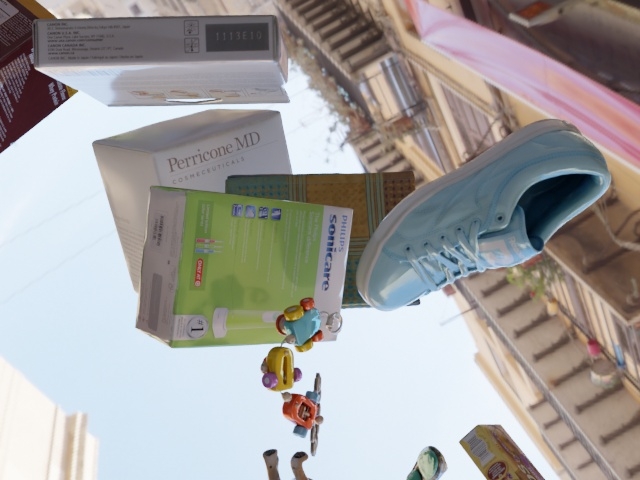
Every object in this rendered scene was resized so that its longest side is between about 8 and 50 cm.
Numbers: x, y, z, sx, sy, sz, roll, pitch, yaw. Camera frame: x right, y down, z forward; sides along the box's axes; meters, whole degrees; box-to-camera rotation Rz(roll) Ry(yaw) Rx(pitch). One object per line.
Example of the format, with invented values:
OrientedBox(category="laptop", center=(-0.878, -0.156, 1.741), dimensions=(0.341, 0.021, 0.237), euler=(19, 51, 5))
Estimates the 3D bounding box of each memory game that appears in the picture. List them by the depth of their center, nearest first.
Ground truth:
OrientedBox(category="memory game", center=(-0.010, 0.388, 1.535), dimensions=(0.012, 0.186, 0.186), euler=(2, -139, 4))

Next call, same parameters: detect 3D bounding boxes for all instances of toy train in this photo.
OrientedBox(category="toy train", center=(-0.030, 0.157, 0.874), dimensions=(0.046, 0.125, 0.166), euler=(-1, -118, 38))

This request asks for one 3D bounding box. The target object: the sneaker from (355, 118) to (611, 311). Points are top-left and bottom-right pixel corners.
OrientedBox(category="sneaker", center=(0.203, -0.014, 0.889), dimensions=(0.366, 0.135, 0.150), euler=(-41, -153, 12))

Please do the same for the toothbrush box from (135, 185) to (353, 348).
OrientedBox(category="toothbrush box", center=(-0.104, 0.039, 0.992), dimensions=(0.122, 0.283, 0.206), euler=(11, -84, 52))

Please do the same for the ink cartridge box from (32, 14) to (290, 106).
OrientedBox(category="ink cartridge box", center=(-0.178, -0.219, 0.867), dimensions=(0.275, 0.060, 0.239), euler=(-1, -178, 1))

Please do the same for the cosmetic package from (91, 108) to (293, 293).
OrientedBox(category="cosmetic package", center=(-0.271, -0.074, 1.587), dimensions=(0.329, 0.394, 0.327), euler=(-25, -155, -33))

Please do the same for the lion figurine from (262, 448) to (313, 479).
OrientedBox(category="lion figurine", center=(-0.068, 0.560, 1.311), dimensions=(0.142, 0.240, 0.392), euler=(-7, -169, 24))

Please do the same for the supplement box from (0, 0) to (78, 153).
OrientedBox(category="supplement box", center=(-0.499, -0.260, 1.043), dimensions=(0.129, 0.191, 0.194), euler=(39, -113, 7))

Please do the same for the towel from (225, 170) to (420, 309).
OrientedBox(category="towel", center=(0.000, 0.000, 1.314), dimensions=(0.370, 0.040, 0.272), euler=(-2, -103, 5))

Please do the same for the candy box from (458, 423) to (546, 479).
OrientedBox(category="candy box", center=(0.321, 0.392, 1.130), dimensions=(0.053, 0.109, 0.187), euler=(-49, -125, 15))

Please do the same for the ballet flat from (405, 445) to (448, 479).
OrientedBox(category="ballet flat", center=(0.229, 0.479, 1.434), dimensions=(0.070, 0.188, 0.070), euler=(10, -133, -11))
